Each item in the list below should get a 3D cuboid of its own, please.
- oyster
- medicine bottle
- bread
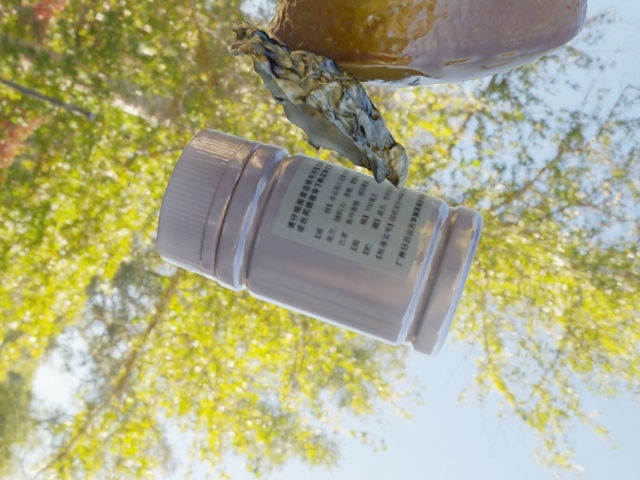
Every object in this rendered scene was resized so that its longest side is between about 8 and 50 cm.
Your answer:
[{"bbox_3d":[0.003,-0.091,0.525,0.051,0.148,0.103,-42,-160,2],"label":"oyster"},{"bbox_3d":[0.000,0.000,0.677,0.133,0.250,0.133,17,90,-83],"label":"medicine bottle"},{"bbox_3d":[0.090,-0.208,0.652,0.195,0.270,0.142,-130,-145,-49],"label":"bread"}]
